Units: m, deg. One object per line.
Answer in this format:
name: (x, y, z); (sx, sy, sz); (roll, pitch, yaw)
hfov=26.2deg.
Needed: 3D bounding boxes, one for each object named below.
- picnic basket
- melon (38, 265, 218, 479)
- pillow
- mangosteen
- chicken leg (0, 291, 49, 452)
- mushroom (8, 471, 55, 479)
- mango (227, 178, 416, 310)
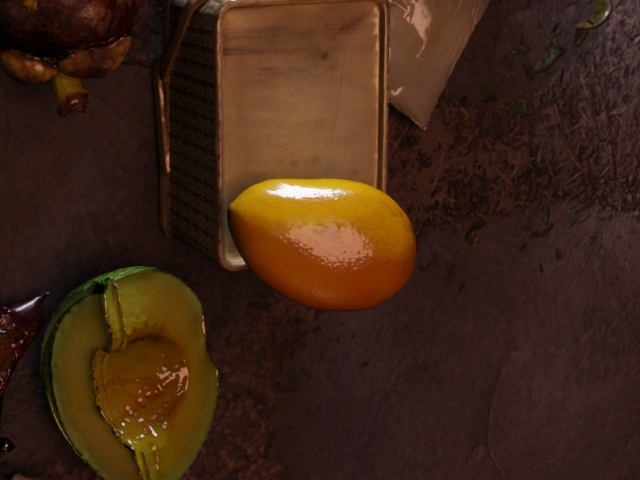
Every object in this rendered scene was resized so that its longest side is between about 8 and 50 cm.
picnic basket: (-0.056, -0.144, 1.565); (0.228, 0.175, 0.312); (-8, 108, -29)
melon: (-0.214, 0.143, 1.559); (0.169, 0.129, 0.265); (-33, 117, -53)
pillow: (0.129, -0.272, 1.720); (0.148, 0.050, 0.229); (30, 86, -26)
mangosteen: (-0.272, -0.235, 1.409); (0.192, 0.192, 0.217); (-3, 105, -30)
chicken leg: (-0.369, 0.159, 1.495); (0.105, 0.063, 0.233); (16, 89, -43)
mushroom: (-0.357, 0.363, 1.531); (0.223, 0.081, 0.092); (-54, 138, -9)
mango: (0.000, 0.000, 1.474); (0.219, 0.112, 0.144); (16, 96, -21)
